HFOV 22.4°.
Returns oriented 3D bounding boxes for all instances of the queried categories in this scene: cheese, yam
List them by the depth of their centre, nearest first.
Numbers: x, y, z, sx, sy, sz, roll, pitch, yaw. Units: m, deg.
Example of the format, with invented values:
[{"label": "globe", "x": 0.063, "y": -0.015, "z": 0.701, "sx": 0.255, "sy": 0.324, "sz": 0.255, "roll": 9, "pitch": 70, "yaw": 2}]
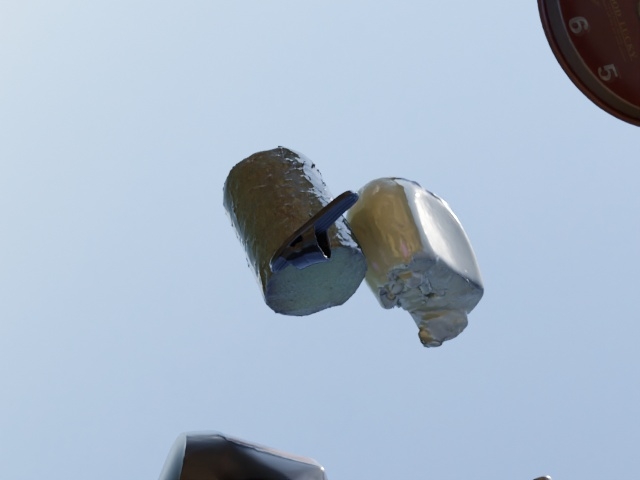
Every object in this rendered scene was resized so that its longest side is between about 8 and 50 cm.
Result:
[{"label": "yam", "x": -0.040, "y": -0.008, "z": 2.338, "sx": 0.161, "sy": 0.161, "sz": 0.268, "roll": -51, "pitch": -143, "yaw": 19}, {"label": "cheese", "x": 0.145, "y": 0.029, "z": 2.458, "sx": 0.127, "sy": 0.266, "sz": 0.233, "roll": -32, "pitch": -125, "yaw": 22}]

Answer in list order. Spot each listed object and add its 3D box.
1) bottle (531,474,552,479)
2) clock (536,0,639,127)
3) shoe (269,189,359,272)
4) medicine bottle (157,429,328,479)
[{"label": "bottle", "x": 0.277, "y": 0.332, "z": 1.933, "sx": 0.045, "sy": 0.045, "sz": 0.096, "roll": -45, "pitch": -119, "yaw": 32}, {"label": "clock", "x": 0.376, "y": -0.267, "z": 1.776, "sx": 0.080, "sy": 0.318, "sz": 0.318, "roll": -28, "pitch": 177, "yaw": -40}, {"label": "shoe", "x": 0.000, "y": 0.000, "z": 2.144, "sx": 0.159, "sy": 0.053, "sz": 0.062, "roll": -45, "pitch": 164, "yaw": 11}, {"label": "medicine bottle", "x": -0.020, "y": 0.387, "z": 1.937, "sx": 0.242, "sy": 0.395, "sz": 0.242, "roll": -158, "pitch": -90, "yaw": -76}]
